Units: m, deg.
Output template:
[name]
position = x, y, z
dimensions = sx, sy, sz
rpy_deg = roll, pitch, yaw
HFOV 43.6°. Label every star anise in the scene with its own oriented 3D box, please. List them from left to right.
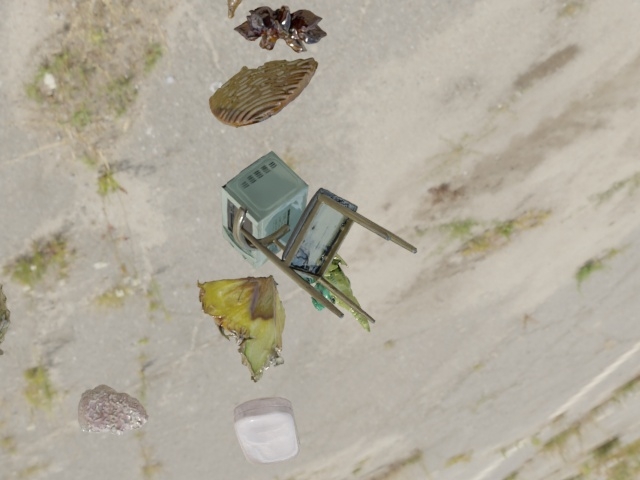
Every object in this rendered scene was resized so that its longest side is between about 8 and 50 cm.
[star anise]
position = -0.068, -0.371, 1.396
dimensions = 0.167, 0.057, 0.168
rpy_deg = 4, 178, 0

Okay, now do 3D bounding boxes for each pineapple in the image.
[pineapple]
position = -0.060, 0.083, 0.778
dimensions = 0.077, 0.114, 0.114
rpy_deg = -36, 141, 23

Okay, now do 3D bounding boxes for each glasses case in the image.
[glasses case]
position = -0.101, 0.375, 1.557
dimensions = 0.113, 0.075, 0.297
rpy_deg = -9, 148, -3

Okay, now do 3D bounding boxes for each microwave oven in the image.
[microwave oven]
position = -0.120, -0.063, 1.679
dimensions = 0.162, 0.122, 0.208
rpy_deg = -39, 162, -23

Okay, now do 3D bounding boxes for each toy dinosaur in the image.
[toy dinosaur]
position = 0.031, 0.104, 1.777
dimensions = 0.094, 0.259, 0.153
rpy_deg = -23, 165, -28

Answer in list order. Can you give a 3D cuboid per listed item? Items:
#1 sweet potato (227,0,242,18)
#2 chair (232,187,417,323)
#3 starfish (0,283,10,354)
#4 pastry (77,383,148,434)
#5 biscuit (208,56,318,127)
[sweet potato]
position = -0.132, -0.496, 1.379
dimensions = 0.068, 0.068, 0.226
rpy_deg = 6, 111, -46
[chair]
position = 0.000, 0.000, 1.384
dimensions = 0.166, 0.272, 0.188
rpy_deg = -60, 156, 4
[starfish]
position = -0.205, 0.149, 0.300
dimensions = 0.299, 0.060, 0.303
rpy_deg = 5, 96, -58
[pastry]
position = -0.473, 0.370, 1.737
dimensions = 0.112, 0.103, 0.265
rpy_deg = -8, 175, -33
[biscuit]
position = -0.110, -0.288, 1.491
dimensions = 0.228, 0.176, 0.031
rpy_deg = -32, 135, 14
